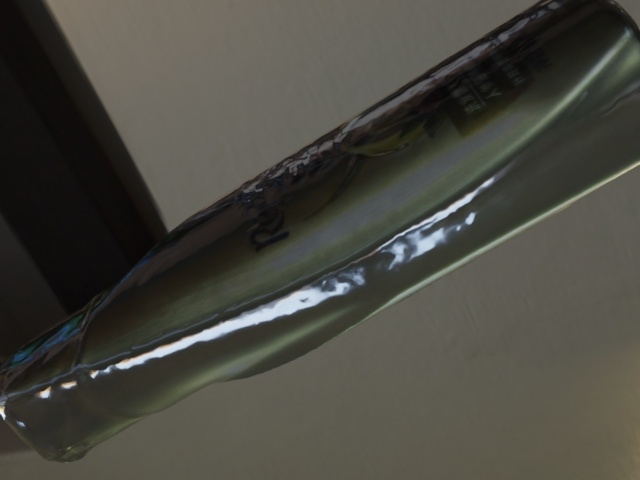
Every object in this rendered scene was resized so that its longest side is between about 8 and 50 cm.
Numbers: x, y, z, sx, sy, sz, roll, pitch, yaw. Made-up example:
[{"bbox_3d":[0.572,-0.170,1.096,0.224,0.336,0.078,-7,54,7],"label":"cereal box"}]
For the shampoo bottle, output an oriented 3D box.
[{"bbox_3d":[0.000,0.000,0.581,0.350,0.084,0.125,-30,-155,6],"label":"shampoo bottle"}]
